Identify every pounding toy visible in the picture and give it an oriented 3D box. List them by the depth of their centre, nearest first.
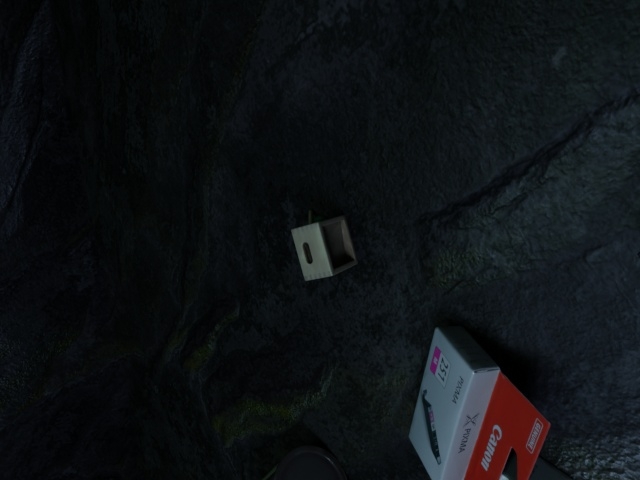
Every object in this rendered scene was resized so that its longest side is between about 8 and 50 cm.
[{"bbox_3d":[0.000,0.000,0.968,0.100,0.130,0.141,-14,92,34],"label":"pounding toy"}]

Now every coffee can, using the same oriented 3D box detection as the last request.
[{"bbox_3d":[-0.073,0.688,1.190,0.202,0.201,0.275,50,133,21],"label":"coffee can"}]

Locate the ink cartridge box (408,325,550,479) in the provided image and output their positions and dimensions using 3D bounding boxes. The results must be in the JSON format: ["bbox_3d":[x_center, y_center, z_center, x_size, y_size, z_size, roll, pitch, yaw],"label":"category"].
[{"bbox_3d":[0.250,0.328,0.782,0.239,0.060,0.276,-121,34,-62],"label":"ink cartridge box"}]

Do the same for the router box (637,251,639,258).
[{"bbox_3d":[0.549,0.027,0.449,0.309,0.080,0.243,46,130,25],"label":"router box"}]

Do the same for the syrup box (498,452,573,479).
[{"bbox_3d":[0.341,0.493,0.792,0.096,0.093,0.237,27,121,36],"label":"syrup box"}]
